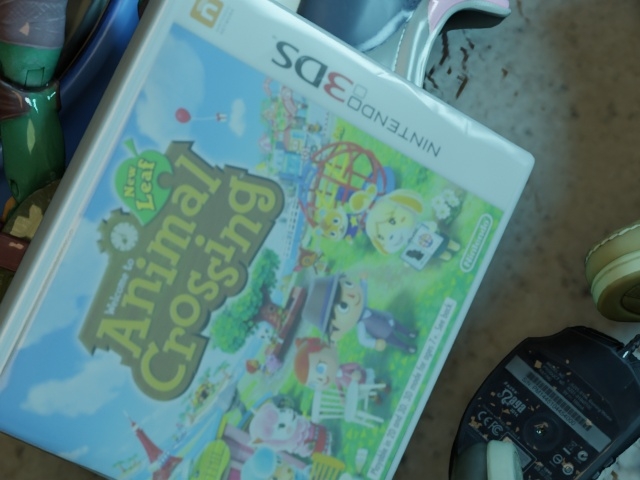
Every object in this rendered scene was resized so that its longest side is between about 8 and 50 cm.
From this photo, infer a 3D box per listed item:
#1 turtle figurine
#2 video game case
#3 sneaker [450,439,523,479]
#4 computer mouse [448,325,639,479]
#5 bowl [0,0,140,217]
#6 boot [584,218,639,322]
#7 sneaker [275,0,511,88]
[{"bbox_3d":[-0.123,-0.001,0.746,0.118,0.175,0.234,24,102,40],"label":"turtle figurine"},{"bbox_3d":[-0.025,0.015,0.712,0.193,0.023,0.212,28,83,-24],"label":"video game case"},{"bbox_3d":[0.022,0.189,0.733,0.118,0.083,0.222,11,99,10],"label":"sneaker"},{"bbox_3d":[0.155,0.048,0.793,0.242,0.041,0.071,-41,68,-8],"label":"computer mouse"},{"bbox_3d":[-0.256,-0.174,0.847,0.391,0.077,0.391,-1,80,6],"label":"bowl"},{"bbox_3d":[0.187,-0.067,0.770,0.213,0.077,0.165,-25,69,-11],"label":"boot"},{"bbox_3d":[0.000,0.000,0.778,0.131,0.112,0.319,16,88,-6],"label":"sneaker"}]
